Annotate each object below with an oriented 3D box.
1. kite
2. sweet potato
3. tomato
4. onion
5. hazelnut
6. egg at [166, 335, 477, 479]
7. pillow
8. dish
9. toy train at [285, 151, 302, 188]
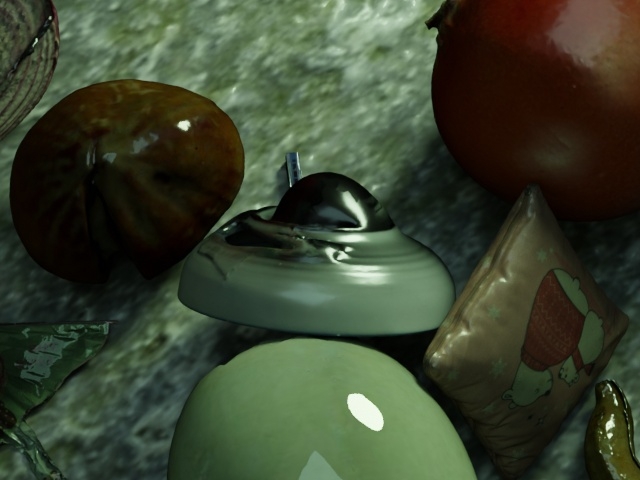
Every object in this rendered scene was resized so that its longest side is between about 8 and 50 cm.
[{"bbox_3d":[-0.353,0.175,1.560,0.268,0.013,0.323,38,76,21],"label":"kite"},{"bbox_3d":[0.311,0.243,1.443,0.081,0.062,0.233,-20,60,-21],"label":"sweet potato"},{"bbox_3d":[0.271,-0.170,1.502,0.321,0.321,0.321,-2,65,4],"label":"tomato"},{"bbox_3d":[-0.396,-0.187,1.690,0.250,0.111,0.247,-48,47,-5],"label":"onion"},{"bbox_3d":[-0.203,-0.069,1.555,0.251,0.217,0.217,-19,65,-3],"label":"hazelnut"},{"bbox_3d":[0.010,0.263,1.340,0.278,0.278,0.336,-17,63,-3],"label":"egg"},{"bbox_3d":[0.200,0.095,1.443,0.084,0.236,0.223,15,64,43],"label":"pillow"},{"bbox_3d":[0.000,0.000,1.452,0.273,0.273,0.134,4,99,7],"label":"dish"},{"bbox_3d":[-0.026,-0.056,1.636,0.017,0.017,0.083,-5,64,-5],"label":"toy train"}]
